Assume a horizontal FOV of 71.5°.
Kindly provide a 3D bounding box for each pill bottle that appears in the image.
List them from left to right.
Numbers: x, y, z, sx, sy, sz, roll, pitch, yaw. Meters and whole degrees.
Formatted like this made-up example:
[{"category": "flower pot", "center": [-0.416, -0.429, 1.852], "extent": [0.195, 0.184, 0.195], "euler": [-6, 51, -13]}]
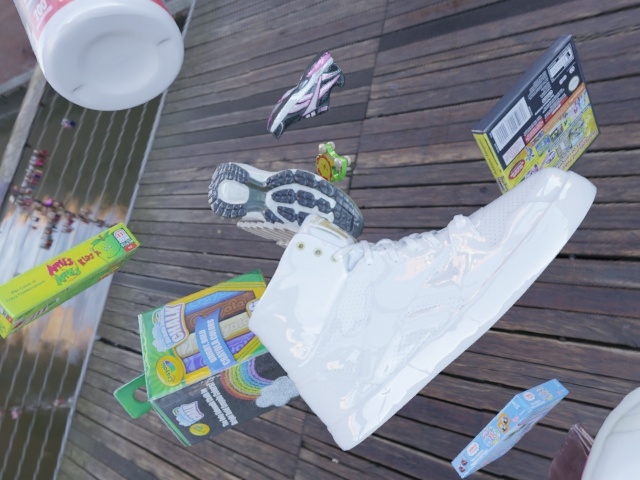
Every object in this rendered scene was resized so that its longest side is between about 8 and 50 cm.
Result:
[{"category": "pill bottle", "center": [-0.297, -0.321, 0.551], "extent": [0.161, 0.161, 0.284], "euler": [-36, 73, 22]}]

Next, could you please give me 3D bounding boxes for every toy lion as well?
[{"category": "toy lion", "center": [0.024, -0.172, 1.031], "extent": [0.100, 0.034, 0.096], "euler": [48, 146, 34]}]

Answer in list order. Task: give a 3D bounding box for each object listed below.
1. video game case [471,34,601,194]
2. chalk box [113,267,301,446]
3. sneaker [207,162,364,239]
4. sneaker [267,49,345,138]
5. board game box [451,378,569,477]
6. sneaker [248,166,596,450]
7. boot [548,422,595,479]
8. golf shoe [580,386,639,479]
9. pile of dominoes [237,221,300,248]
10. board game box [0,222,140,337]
[{"category": "video game case", "center": [0.448, -0.220, 0.903], "extent": [0.275, 0.248, 0.035], "euler": [-46, 32, -8]}, {"category": "chalk box", "center": [-0.196, 0.211, 0.766], "extent": [0.288, 0.180, 0.179], "euler": [-19, 44, -11]}, {"category": "sneaker", "center": [-0.061, -0.095, 1.020], "extent": [0.409, 0.182, 0.158], "euler": [21, 106, 31]}, {"category": "sneaker", "center": [-0.022, -0.249, 0.808], "extent": [0.178, 0.077, 0.072], "euler": [-46, 25, 15]}, {"category": "board game box", "center": [0.364, 0.361, 0.855], "extent": [0.039, 0.160, 0.212], "euler": [50, 124, 38]}, {"category": "sneaker", "center": [0.061, 0.016, 0.372], "extent": [0.169, 0.108, 0.292], "euler": [45, 100, 12]}, {"category": "boot", "center": [0.375, 0.308, 0.533], "extent": [0.207, 0.090, 0.249], "euler": [-116, 23, -55]}, {"category": "golf shoe", "center": [0.312, 0.134, 0.318], "extent": [0.306, 0.140, 0.115], "euler": [-46, 66, 1]}, {"category": "pile of dominoes", "center": [0.000, 0.000, 0.644], "extent": [0.251, 0.195, 0.040], "euler": [4, 71, 64]}, {"category": "board game box", "center": [-0.345, 0.050, 0.603], "extent": [0.043, 0.181, 0.092], "euler": [53, 133, -4]}]
